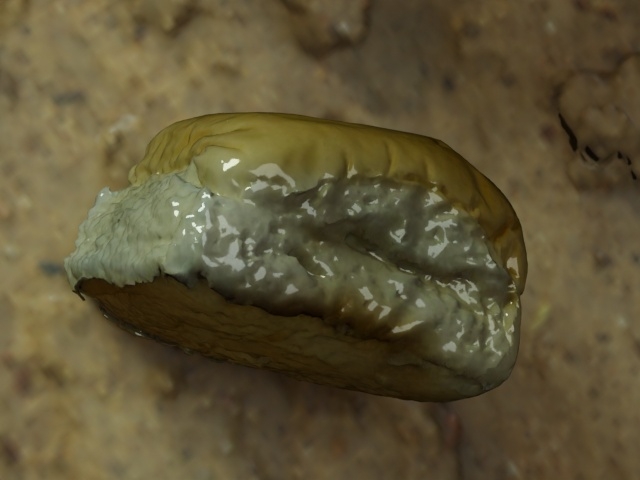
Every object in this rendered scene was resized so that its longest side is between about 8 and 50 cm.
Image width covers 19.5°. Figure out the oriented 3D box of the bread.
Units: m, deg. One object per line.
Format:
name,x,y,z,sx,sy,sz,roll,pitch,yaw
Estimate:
bread,-0.001,0.001,0.561,0.125,0.106,0.082,19,74,-22
